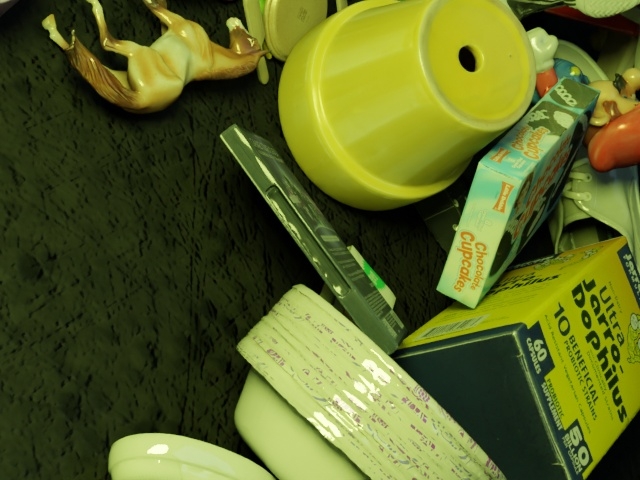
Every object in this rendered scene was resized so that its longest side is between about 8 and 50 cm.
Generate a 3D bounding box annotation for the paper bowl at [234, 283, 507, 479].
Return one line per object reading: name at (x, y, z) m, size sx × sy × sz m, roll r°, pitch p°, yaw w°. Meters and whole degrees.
paper bowl at (0.031, 0.188, 1.064) m, size 0.148 × 0.284 × 0.284 m, roll -46°, pitch 111°, yaw -7°

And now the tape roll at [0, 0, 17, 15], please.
tape roll at (-0.374, -0.313, 0.989) m, size 0.275 × 0.090 × 0.275 m, roll 26°, pitch 51°, yaw -38°

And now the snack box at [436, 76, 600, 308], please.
snack box at (0.256, -0.069, 1.408) m, size 0.060 × 0.187 × 0.322 m, roll 26°, pitch 36°, yaw 18°

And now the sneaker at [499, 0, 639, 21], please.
sneaker at (0.312, -0.386, 1.519) m, size 0.210 × 0.366 × 0.137 m, roll -77°, pitch 146°, yaw -54°

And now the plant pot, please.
plant pot at (0.113, -0.179, 1.297) m, size 0.254 × 0.239 × 0.254 m, roll 6°, pitch 77°, yaw -28°

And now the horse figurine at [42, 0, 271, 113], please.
horse figurine at (-0.179, -0.203, 1.174) m, size 0.174 × 0.066 × 0.263 m, roll 50°, pitch 38°, yaw -9°

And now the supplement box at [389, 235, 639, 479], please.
supplement box at (0.262, 0.153, 1.363) m, size 0.356 × 0.195 × 0.194 m, roll -29°, pitch 99°, yaw -52°

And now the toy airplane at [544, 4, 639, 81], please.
toy airplane at (0.511, -0.381, 1.806) m, size 0.272 × 0.386 × 0.384 m, roll 3°, pitch 68°, yaw -37°

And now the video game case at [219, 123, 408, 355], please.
video game case at (0.000, 0.000, 1.182) m, size 0.274 × 0.026 × 0.196 m, roll 53°, pitch 6°, yaw 4°

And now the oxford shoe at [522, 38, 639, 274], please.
oxford shoe at (0.397, -0.101, 1.706) m, size 0.130 × 0.169 × 0.449 m, roll -4°, pitch 78°, yaw -48°

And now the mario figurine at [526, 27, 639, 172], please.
mario figurine at (0.372, -0.228, 1.590) m, size 0.320 × 0.170 × 0.198 m, roll 34°, pitch 44°, yaw 26°

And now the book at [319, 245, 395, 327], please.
book at (0.038, 0.090, 1.291) m, size 0.096 × 0.035 × 0.144 m, roll 48°, pitch 39°, yaw -26°

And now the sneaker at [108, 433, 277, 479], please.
sneaker at (-0.079, 0.299, 0.976) m, size 0.292 × 0.108 × 0.169 m, roll 40°, pitch 41°, yaw -30°

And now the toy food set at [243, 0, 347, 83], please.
toy food set at (-0.038, -0.285, 1.367) m, size 0.192 × 0.038 × 0.132 m, roll -42°, pitch 137°, yaw -38°

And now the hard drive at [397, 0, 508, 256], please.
hard drive at (0.155, -0.170, 1.539) m, size 0.339 × 0.064 × 0.237 m, roll 58°, pitch 38°, yaw -9°
